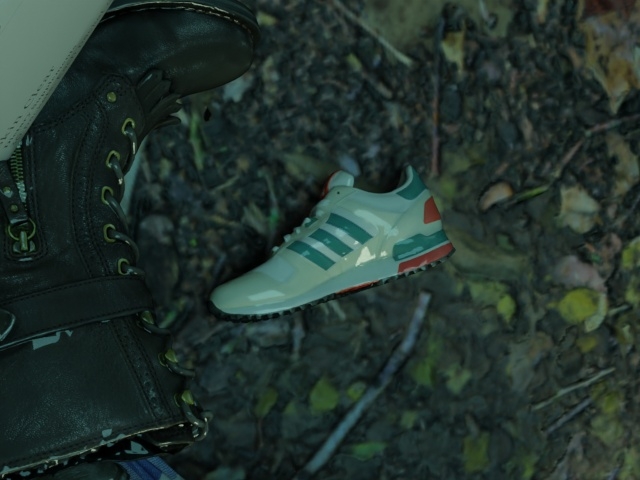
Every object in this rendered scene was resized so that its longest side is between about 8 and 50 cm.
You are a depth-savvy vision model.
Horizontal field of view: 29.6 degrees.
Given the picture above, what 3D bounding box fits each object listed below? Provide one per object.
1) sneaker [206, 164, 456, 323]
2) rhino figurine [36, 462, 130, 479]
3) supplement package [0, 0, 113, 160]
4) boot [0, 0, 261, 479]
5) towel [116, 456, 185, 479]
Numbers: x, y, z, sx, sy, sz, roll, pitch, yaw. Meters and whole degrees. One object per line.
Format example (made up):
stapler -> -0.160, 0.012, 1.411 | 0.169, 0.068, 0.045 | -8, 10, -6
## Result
sneaker -> 0.000, 0.000, 0.746 | 0.161, 0.057, 0.075 | -17, 87, -15
rhino figurine -> -0.192, 0.087, 0.648 | 0.243, 0.106, 0.073 | 39, 41, -10
supplement package -> -0.161, -0.187, 0.482 | 0.204, 0.145, 0.262 | 36, 102, 1
boot -> -0.112, 0.002, 0.618 | 0.263, 0.091, 0.229 | -21, 73, -22
towel -> -0.106, 0.267, 0.754 | 0.209, 0.034, 0.285 | -45, 108, -6
